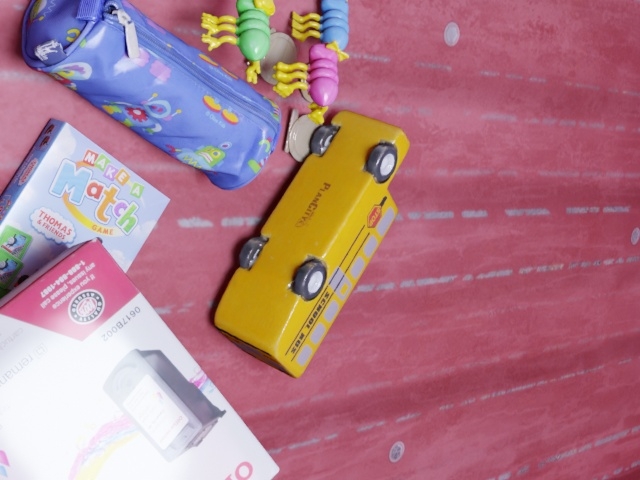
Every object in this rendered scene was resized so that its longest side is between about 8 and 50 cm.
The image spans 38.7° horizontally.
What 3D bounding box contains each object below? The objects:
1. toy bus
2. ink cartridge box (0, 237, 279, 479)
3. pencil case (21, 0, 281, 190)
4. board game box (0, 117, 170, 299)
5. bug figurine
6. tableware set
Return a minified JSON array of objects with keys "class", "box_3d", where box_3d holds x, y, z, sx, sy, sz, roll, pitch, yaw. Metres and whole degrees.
[{"class":"toy bus","box_3d":[0.000,0.000,1.174,0.332,0.108,0.130,-58,147,-14]},{"class":"ink cartridge box","box_3d":[-0.223,0.184,0.890,0.226,0.131,0.306,-43,102,-26]},{"class":"pencil case","box_3d":[-0.167,-0.165,0.967,0.306,0.133,0.119,33,66,-45]},{"class":"board game box","box_3d":[-0.276,0.002,0.974,0.160,0.039,0.211,40,73,-42]},{"class":"bug figurine","box_3d":[-0.040,-0.263,1.058,0.279,0.072,0.216,29,49,-45]},{"class":"tableware set","box_3d":[-0.040,-0.179,1.161,0.169,0.020,0.141,20,89,-46]}]
